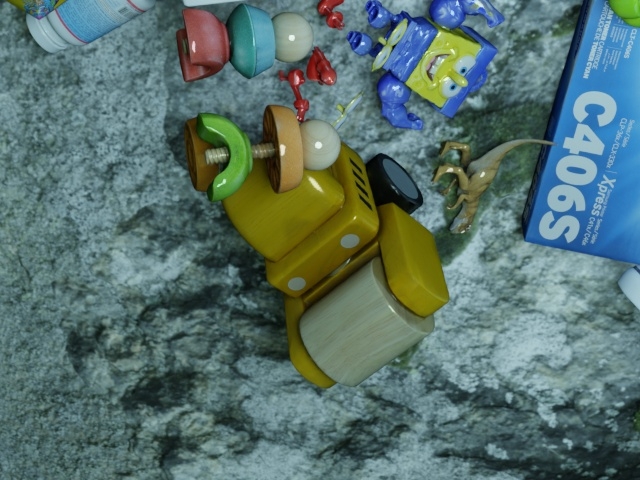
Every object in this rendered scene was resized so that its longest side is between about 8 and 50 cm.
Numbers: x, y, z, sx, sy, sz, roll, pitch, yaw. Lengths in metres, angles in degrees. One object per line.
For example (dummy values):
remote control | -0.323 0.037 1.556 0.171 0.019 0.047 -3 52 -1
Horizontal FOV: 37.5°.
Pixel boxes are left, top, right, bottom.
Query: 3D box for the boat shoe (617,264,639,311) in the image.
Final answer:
boat shoe | 0.568 0.103 1.265 0.367 0.135 0.156 32 110 -20

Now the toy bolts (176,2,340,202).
toy bolts | -0.078 -0.165 1.133 0.159 0.218 0.228 -9 91 -14

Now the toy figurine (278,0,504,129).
toy figurine | 0.138 -0.269 1.190 0.217 0.191 0.362 19 114 -35

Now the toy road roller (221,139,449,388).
toy road roller | 0.000 0.000 1.212 0.202 0.329 0.241 -40 126 24

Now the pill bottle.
pill bottle | -0.303 -0.310 1.237 0.160 0.087 0.087 -24 110 18

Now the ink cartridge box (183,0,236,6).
ink cartridge box | -0.071 -0.416 1.053 0.202 0.117 0.278 -3 116 11

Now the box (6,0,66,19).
box | -0.373 -0.452 1.031 0.290 0.177 0.279 31 146 13

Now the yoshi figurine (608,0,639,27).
yoshi figurine | 0.469 -0.367 1.001 0.204 0.203 0.362 27 110 -18

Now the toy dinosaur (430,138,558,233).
toy dinosaur | 0.216 -0.097 1.276 0.112 0.064 0.211 21 137 -9

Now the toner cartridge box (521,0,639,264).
toner cartridge box | 0.383 -0.147 1.215 0.165 0.075 0.347 10 117 3
